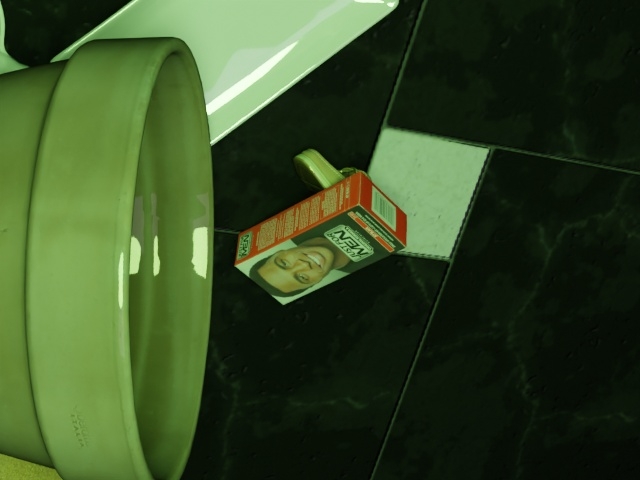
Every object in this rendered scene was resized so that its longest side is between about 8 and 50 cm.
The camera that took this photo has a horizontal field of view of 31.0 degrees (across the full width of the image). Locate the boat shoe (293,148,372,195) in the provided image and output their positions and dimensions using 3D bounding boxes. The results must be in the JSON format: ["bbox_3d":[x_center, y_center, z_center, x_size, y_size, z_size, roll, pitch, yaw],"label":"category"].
[{"bbox_3d":[0.027,-0.044,1.057,0.045,0.050,0.135,-50,126,-8],"label":"boat shoe"}]

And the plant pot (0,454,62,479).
[{"bbox_3d":[-0.272,0.190,0.962,0.254,0.237,0.237,-29,125,-26],"label":"plant pot"}]

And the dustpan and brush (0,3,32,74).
[{"bbox_3d":[-0.272,-0.146,0.872,0.211,0.060,0.147,30,103,-26],"label":"dustpan and brush"}]

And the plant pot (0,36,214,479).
[{"bbox_3d":[-0.236,0.017,0.825,0.280,0.323,0.323,0,118,3],"label":"plant pot"}]

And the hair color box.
[{"bbox_3d":[0.000,0.000,1.027,0.141,0.043,0.072,-26,130,31],"label":"hair color box"}]

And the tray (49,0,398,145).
[{"bbox_3d":[-0.076,-0.174,0.948,0.270,0.030,0.145,-37,126,-2],"label":"tray"}]
